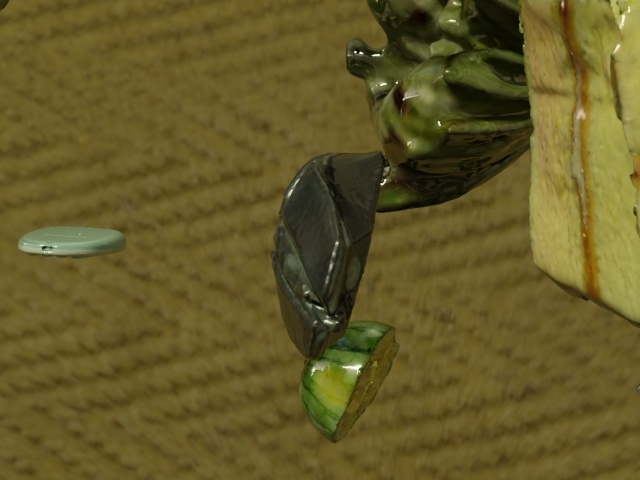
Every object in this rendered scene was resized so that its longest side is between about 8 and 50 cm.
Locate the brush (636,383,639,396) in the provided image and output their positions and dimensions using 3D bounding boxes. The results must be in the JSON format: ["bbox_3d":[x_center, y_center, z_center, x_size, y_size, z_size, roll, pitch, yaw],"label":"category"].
[{"bbox_3d":[0.219,0.055,0.638,0.196,0.070,0.021,-3,100,-4],"label":"brush"}]

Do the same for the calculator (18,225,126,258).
[{"bbox_3d":[-0.243,0.002,1.631,0.095,0.153,0.021,4,98,11],"label":"calculator"}]

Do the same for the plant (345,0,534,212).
[{"bbox_3d":[0.184,-0.102,1.235,0.333,0.251,0.180,18,44,-11],"label":"plant"}]

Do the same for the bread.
[{"bbox_3d":[0.245,-0.067,0.845,0.264,0.163,0.168,-13,101,-9],"label":"bread"}]

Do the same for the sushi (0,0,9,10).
[{"bbox_3d":[-0.457,-0.311,1.539,0.396,0.351,0.240,-43,62,-8],"label":"sushi"}]

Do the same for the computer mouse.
[{"bbox_3d":[0.000,0.000,1.041,0.062,0.192,0.106,15,116,1],"label":"computer mouse"}]

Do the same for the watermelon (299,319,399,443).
[{"bbox_3d":[0.018,0.106,1.316,0.062,0.105,0.105,29,79,11],"label":"watermelon"}]
